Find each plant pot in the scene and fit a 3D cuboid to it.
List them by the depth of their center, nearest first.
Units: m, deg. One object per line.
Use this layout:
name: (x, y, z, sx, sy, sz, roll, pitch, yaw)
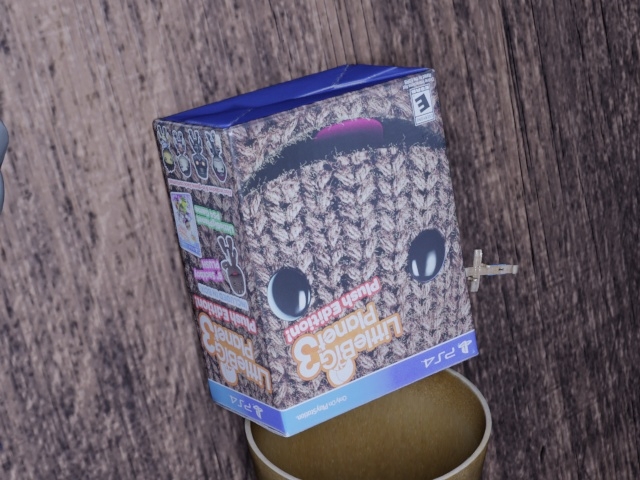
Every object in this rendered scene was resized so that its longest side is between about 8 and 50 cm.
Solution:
plant pot: (0.049, 0.280, 1.366, 0.237, 0.237, 0.254, -19, 122, -30)

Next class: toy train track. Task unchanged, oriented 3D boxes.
toy train track: (0.191, 0.034, 1.518, 0.083, 0.014, 0.048, -3, 103, -34)

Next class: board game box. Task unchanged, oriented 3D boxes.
board game box: (0.000, 0.000, 1.293, 0.232, 0.141, 0.291, -20, 109, -29)

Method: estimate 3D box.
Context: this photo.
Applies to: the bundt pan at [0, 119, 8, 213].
bundt pan: (-0.364, -0.070, 0.938, 0.331, 0.124, 0.331, 17, 52, -24)
